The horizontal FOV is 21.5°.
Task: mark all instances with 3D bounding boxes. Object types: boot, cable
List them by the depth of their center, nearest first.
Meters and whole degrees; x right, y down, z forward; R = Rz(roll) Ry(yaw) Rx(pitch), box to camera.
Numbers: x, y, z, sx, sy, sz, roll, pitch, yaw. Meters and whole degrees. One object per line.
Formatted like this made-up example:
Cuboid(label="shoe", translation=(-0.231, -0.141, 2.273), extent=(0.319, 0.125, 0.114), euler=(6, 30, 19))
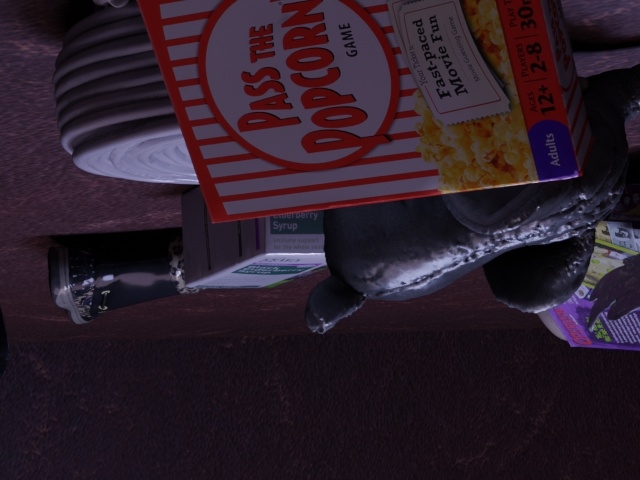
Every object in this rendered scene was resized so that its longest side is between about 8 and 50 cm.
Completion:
Cuboid(label="cable", translation=(-0.028, -0.090, 0.995), extent=(0.257, 0.089, 0.257), euler=(-1, 172, -19))
Cuboid(label="boot", translation=(-0.211, 0.043, 1.960), extent=(0.179, 0.085, 0.236), euler=(-6, 172, 2))

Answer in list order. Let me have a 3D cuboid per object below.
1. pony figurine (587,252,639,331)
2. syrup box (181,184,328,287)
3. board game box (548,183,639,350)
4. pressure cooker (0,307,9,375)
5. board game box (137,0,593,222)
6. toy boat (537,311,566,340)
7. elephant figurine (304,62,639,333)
Cuboid(label="pony figurine", translation=(0.419, 0.045, 1.446), extent=(0.351, 0.303, 0.363), euler=(-14, 140, 2))
Cuboid(label="syrup box", translation=(-0.050, -0.015, 1.543), extent=(0.093, 0.096, 0.237), euler=(-1, 173, -22))
Cuboid(label="board game box", translation=(0.320, 0.034, 1.770), extent=(0.208, 0.056, 0.347), euler=(-2, 154, 23))
Cuboid(label="pressure cooker", translation=(-0.493, 0.135, 1.473), extent=(0.370, 0.375, 0.420), euler=(22, -170, 37))
Cuboid(label="board game box", translation=(0.020, -0.091, 0.807), extent=(0.193, 0.146, 0.045), euler=(-7, -153, 22))
Cuboid(label="toy boat", translation=(0.344, 0.038, 2.112), extent=(0.151, 0.151, 0.231), euler=(-37, 161, 17))
Cuboid(label="elephant figurine", translation=(0.127, -0.038, 1.129), extent=(0.239, 0.186, 0.169), euler=(3, -169, 27))
